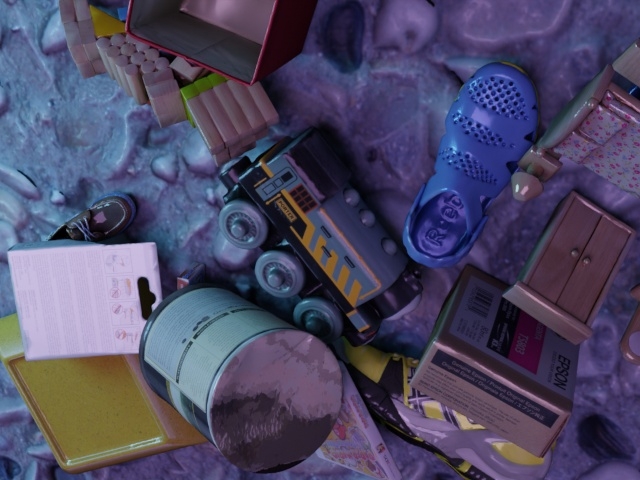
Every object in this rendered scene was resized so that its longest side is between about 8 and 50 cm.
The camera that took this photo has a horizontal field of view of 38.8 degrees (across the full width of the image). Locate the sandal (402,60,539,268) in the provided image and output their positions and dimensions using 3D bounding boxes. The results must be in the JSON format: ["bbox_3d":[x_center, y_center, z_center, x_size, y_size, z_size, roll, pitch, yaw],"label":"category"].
[{"bbox_3d":[0.194,-0.081,1.200,0.126,0.138,0.317,23,116,11],"label":"sandal"}]

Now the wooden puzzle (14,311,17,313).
[{"bbox_3d":[-0.535,0.183,1.636,0.078,0.014,0.116,34,119,7],"label":"wooden puzzle"}]

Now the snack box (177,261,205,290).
[{"bbox_3d":[-0.210,0.128,1.469,0.022,0.064,0.178,12,116,15],"label":"snack box"}]

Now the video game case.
[{"bbox_3d":[0.014,0.267,1.401,0.227,0.026,0.206,-3,117,60],"label":"video game case"}]

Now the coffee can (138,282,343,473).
[{"bbox_3d":[-0.122,0.189,1.313,0.275,0.201,0.201,20,128,58],"label":"coffee can"}]

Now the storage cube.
[{"bbox_3d":[-0.110,-0.334,1.162,0.184,0.193,0.215,24,119,8],"label":"storage cube"}]

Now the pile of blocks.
[{"bbox_3d":[-0.214,-0.235,1.307,0.362,0.149,0.112,35,162,12],"label":"pile of blocks"}]

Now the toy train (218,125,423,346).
[{"bbox_3d":[0.000,0.000,1.288,0.190,0.142,0.334,-32,100,35],"label":"toy train"}]

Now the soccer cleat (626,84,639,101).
[{"bbox_3d":[0.447,-0.169,1.091,0.289,0.093,0.121,-30,114,30],"label":"soccer cleat"}]

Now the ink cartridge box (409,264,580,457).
[{"bbox_3d":[0.244,0.153,1.225,0.193,0.234,0.088,27,119,6],"label":"ink cartridge box"}]

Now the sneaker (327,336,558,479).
[{"bbox_3d":[0.175,0.240,1.364,0.385,0.145,0.147,32,78,15],"label":"sneaker"}]

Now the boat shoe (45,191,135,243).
[{"bbox_3d":[-0.375,-0.015,1.462,0.183,0.066,0.066,-30,101,27],"label":"boat shoe"}]

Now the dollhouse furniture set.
[{"bbox_3d":[0.373,-0.012,1.044,0.303,0.174,0.355,33,156,1],"label":"dollhouse furniture set"}]

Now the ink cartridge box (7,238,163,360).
[{"bbox_3d":[-0.363,0.091,1.440,0.232,0.066,0.189,-5,106,-3],"label":"ink cartridge box"}]

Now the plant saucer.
[{"bbox_3d":[-0.387,0.257,1.568,0.333,0.081,0.333,-19,105,21],"label":"plant saucer"}]
